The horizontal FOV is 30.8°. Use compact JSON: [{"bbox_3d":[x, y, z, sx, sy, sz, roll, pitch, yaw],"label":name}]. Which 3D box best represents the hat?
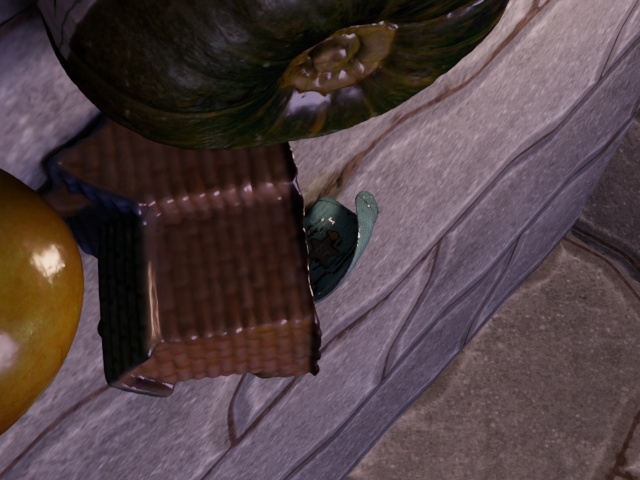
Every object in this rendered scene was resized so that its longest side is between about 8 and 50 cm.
[{"bbox_3d":[0.000,0.000,1.213,0.138,0.078,0.191,-46,-176,10],"label":"hat"}]

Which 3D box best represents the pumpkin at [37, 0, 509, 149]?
[{"bbox_3d":[-0.019,-0.166,0.608,0.260,0.189,0.260,-20,162,-6],"label":"pumpkin"}]

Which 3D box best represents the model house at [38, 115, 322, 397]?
[{"bbox_3d":[-0.097,0.007,0.786,0.172,0.183,0.166,-9,156,-8],"label":"model house"}]

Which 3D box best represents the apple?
[{"bbox_3d":[-0.199,0.036,0.597,0.147,0.146,0.163,-47,162,-32],"label":"apple"}]
